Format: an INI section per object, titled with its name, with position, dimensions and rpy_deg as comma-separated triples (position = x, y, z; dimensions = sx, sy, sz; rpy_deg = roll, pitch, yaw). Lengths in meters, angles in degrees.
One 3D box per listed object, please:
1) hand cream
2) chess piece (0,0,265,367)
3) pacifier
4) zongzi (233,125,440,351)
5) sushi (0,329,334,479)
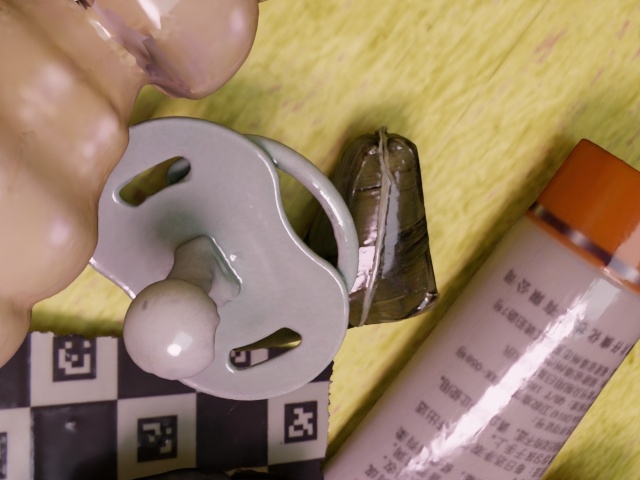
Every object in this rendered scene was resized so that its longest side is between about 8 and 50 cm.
[hand cream]
position = 0.102, 0.097, 0.538
dimensions = 0.139, 0.089, 0.314
rpy_deg = 32, 99, -17
[chess piece]
position = -0.086, -0.084, 0.359
dimensions = 0.261, 0.143, 0.143
rpy_deg = -45, 122, -8
[pacifier]
position = -0.047, 0.019, 0.414
dimensions = 0.127, 0.116, 0.150
rpy_deg = -19, 109, 14
[zongzi]
position = 0.000, 0.000, 0.481
dimensions = 0.113, 0.052, 0.104
rpy_deg = -12, 108, -5
[sushi]
position = -0.075, 0.143, 0.450
dimensions = 0.215, 0.050, 0.192
rpy_deg = 6, 86, -33
